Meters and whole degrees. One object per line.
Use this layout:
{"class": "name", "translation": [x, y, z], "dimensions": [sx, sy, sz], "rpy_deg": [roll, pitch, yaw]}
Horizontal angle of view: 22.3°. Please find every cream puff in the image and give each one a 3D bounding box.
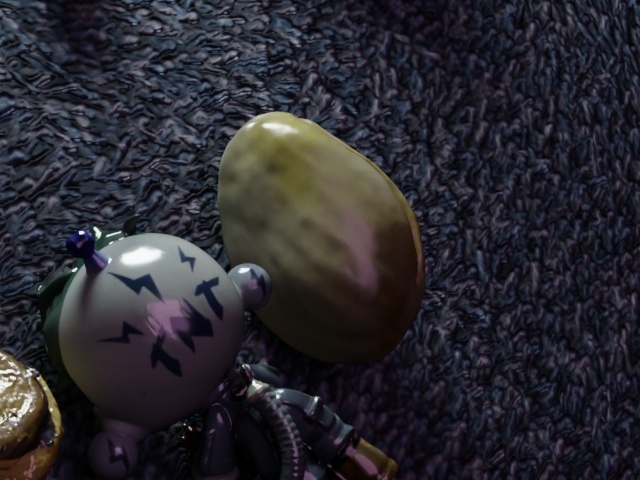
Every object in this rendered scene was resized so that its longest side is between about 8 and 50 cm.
{"class": "cream puff", "translation": [-0.320, 0.171, 1.438], "dimensions": [0.189, 0.129, 0.189], "rpy_deg": [15, 40, -13]}

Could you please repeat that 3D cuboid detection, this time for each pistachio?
{"class": "pistachio", "translation": [0.000, 0.000, 1.723], "dimensions": [0.288, 0.197, 0.166], "rpy_deg": [58, 7, 15]}

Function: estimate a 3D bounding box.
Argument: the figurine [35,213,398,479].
{"class": "figurine", "translation": [-0.108, 0.136, 1.567], "dimensions": [0.382, 0.186, 0.261], "rpy_deg": [42, 47, -6]}
